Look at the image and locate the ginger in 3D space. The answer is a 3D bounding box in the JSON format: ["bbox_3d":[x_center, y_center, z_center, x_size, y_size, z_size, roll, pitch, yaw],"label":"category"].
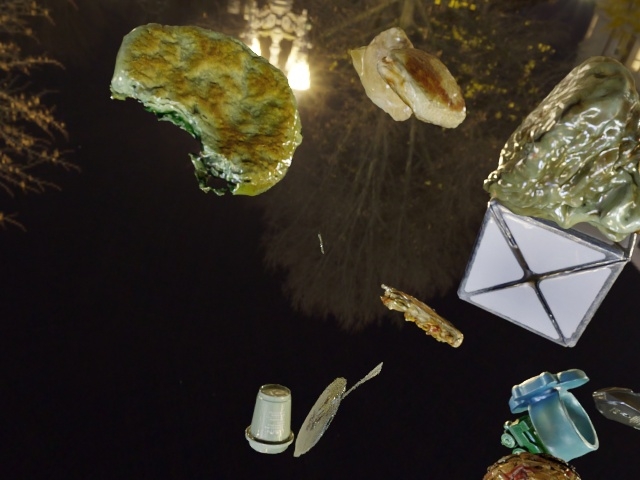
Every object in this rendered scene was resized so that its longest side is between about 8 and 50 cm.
[{"bbox_3d":[0.168,-0.365,1.297,0.115,0.123,0.193,-30,-87,-21],"label":"ginger"}]

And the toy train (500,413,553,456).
[{"bbox_3d":[0.534,0.526,1.487,0.071,0.104,0.178,-19,-111,-41],"label":"toy train"}]

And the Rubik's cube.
[{"bbox_3d":[0.452,0.011,1.179,0.255,0.260,0.259,24,-135,18],"label":"Rubik's cube"}]

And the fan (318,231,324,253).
[{"bbox_3d":[0.000,0.000,1.463,0.004,0.083,0.055,-10,-113,3],"label":"fan"}]

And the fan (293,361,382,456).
[{"bbox_3d":[0.039,0.406,1.513,0.012,0.414,0.233,34,-141,-7],"label":"fan"}]

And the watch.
[{"bbox_3d":[0.579,0.433,1.454,0.211,0.211,0.193,-6,-123,-24],"label":"watch"}]

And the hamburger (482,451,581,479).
[{"bbox_3d":[0.447,0.555,1.254,0.231,0.230,0.107,17,-161,8],"label":"hamburger"}]

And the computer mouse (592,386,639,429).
[{"bbox_3d":[0.722,0.386,1.372,0.192,0.105,0.062,23,-120,8],"label":"computer mouse"}]

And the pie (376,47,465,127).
[{"bbox_3d":[0.204,-0.306,1.175,0.205,0.084,0.178,4,-134,-37],"label":"pie"}]

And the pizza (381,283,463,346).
[{"bbox_3d":[0.323,0.244,1.839,0.288,0.074,0.251,26,-175,-43],"label":"pizza"}]

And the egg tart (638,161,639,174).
[{"bbox_3d":[0.452,-0.089,0.711,0.131,0.130,0.052,16,-133,7],"label":"egg tart"}]

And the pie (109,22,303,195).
[{"bbox_3d":[-0.187,-0.252,1.070,0.371,0.078,0.296,45,-125,1],"label":"pie"}]

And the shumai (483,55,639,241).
[{"bbox_3d":[0.387,-0.112,0.854,0.218,0.256,0.189,41,-132,5],"label":"shumai"}]

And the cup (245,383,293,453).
[{"bbox_3d":[-0.121,0.432,1.457,0.120,0.141,0.120,6,-169,-1],"label":"cup"}]
